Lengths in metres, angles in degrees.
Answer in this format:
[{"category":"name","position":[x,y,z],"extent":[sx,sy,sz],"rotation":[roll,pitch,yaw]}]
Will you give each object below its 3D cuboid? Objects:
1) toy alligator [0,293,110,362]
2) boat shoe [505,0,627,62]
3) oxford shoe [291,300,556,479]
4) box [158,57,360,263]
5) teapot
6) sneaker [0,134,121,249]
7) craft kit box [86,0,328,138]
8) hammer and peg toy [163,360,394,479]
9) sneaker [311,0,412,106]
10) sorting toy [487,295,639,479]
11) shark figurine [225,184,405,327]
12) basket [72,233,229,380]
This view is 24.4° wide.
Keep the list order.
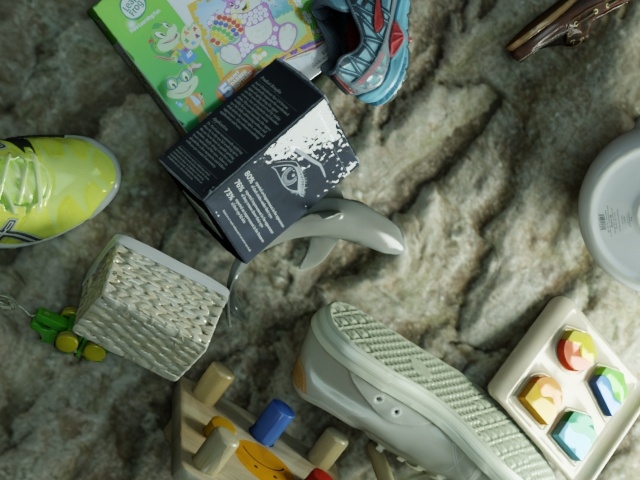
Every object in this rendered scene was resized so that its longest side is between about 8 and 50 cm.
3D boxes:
[{"category":"toy alligator","position":[-0.330,0.118,1.884],"extent":[0.190,0.056,0.051],"rotation":[20,127,-17]},{"category":"boat shoe","position":[0.351,-0.306,2.053],"extent":[0.207,0.073,0.073],"rotation":[-38,100,-11]},{"category":"oxford shoe","position":[0.141,0.245,1.989],"extent":[0.449,0.169,0.130],"rotation":[35,111,-20]},{"category":"box","position":[-0.074,-0.101,1.880],"extent":[0.207,0.108,0.153],"rotation":[-41,142,-10]},{"category":"teapot","position":[0.480,-0.048,2.055],"extent":[0.252,0.187,0.256],"rotation":[38,109,4]},{"category":"sneaker","position":[-0.428,-0.052,1.795],"extent":[0.385,0.147,0.145],"rotation":[-9,93,-17]},{"category":"craft kit box","position":[-0.129,-0.273,1.923],"extent":[0.250,0.061,0.246],"rotation":[-40,100,-12]},{"category":"hammer and peg toy","position":[-0.034,0.316,1.887],"extent":[0.361,0.266,0.127],"rotation":[31,105,-17]},{"category":"sneaker","position":[0.051,-0.310,1.909],"extent":[0.125,0.104,0.261],"rotation":[15,65,-35]},{"category":"sorting toy","position":[0.355,0.211,2.075],"extent":[0.208,0.038,0.193],"rotation":[46,65,-12]},{"category":"shark figurine","position":[-0.027,-0.006,1.937],"extent":[0.278,0.116,0.166],"rotation":[-24,98,-16]},{"category":"basket","position":[-0.217,0.088,1.863],"extent":[0.167,0.113,0.103],"rotation":[29,46,-15]}]
